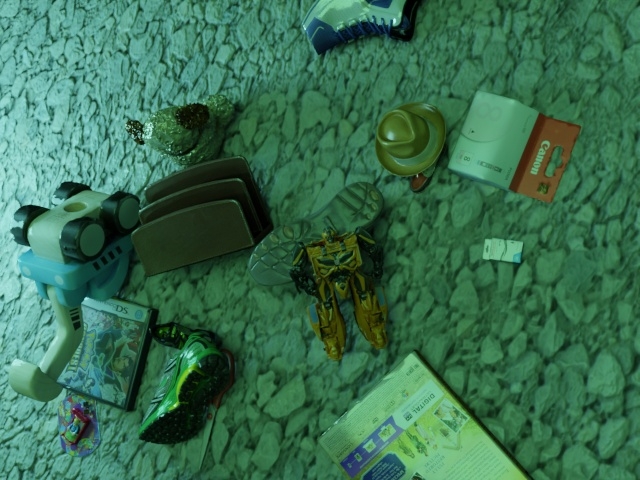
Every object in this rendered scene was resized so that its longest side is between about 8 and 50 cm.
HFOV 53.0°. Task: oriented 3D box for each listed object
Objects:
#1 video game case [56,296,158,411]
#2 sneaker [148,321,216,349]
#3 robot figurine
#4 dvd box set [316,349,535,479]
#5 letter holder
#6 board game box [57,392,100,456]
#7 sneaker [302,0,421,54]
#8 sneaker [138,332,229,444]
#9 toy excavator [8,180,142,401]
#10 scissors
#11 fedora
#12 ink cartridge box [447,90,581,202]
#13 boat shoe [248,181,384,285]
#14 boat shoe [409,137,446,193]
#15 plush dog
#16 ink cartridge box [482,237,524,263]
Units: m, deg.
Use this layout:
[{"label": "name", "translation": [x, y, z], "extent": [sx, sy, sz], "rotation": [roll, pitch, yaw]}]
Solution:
[{"label": "video game case", "translation": [-0.575, 0.287, 1.719], "extent": [0.248, 0.035, 0.274], "rotation": [13, 87, 22]}, {"label": "sneaker", "translation": [-0.349, 0.245, 1.615], "extent": [0.188, 0.078, 0.067], "rotation": [6, 71, 20]}, {"label": "robot figurine", "translation": [0.052, 0.110, 1.404], "extent": [0.211, 0.085, 0.290], "rotation": [-15, 109, -2]}, {"label": "dvd box set", "translation": [0.236, 0.490, 1.371], "extent": [0.307, 0.062, 0.420], "rotation": [-46, 70, 9]}, {"label": "letter holder", "translation": [-0.304, -0.067, 1.564], "extent": [0.302, 0.152, 0.214], "rotation": [-16, 104, 18]}, {"label": "board game box", "translation": [-0.660, 0.496, 1.723], "extent": [0.133, 0.033, 0.168], "rotation": [-15, 77, 18]}, {"label": "sneaker", "translation": [0.122, -0.534, 1.524], "extent": [0.316, 0.127, 0.182], "rotation": [-35, 70, 11]}, {"label": "sneaker", "translation": [-0.337, 0.371, 1.572], "extent": [0.343, 0.134, 0.146], "rotation": [-53, 37, 20]}, {"label": "toy excavator", "translation": [-0.632, 0.128, 1.643], "extent": [0.223, 0.433, 0.444], "rotation": [11, 123, 22]}, {"label": "scissors", "translation": [-0.261, 0.418, 1.590], "extent": [0.109, 0.021, 0.296], "rotation": [-4, 80, 20]}, {"label": "fedora", "translation": [0.189, -0.240, 1.458], "extent": [0.194, 0.079, 0.194], "rotation": [-13, 68, 36]}, {"label": "ink cartridge box", "translation": [0.420, -0.207, 1.405], "extent": [0.232, 0.066, 0.189], "rotation": [21, 90, 26]}, {"label": "boat shoe", "translation": [0.000, 0.000, 1.495], "extent": [0.356, 0.130, 0.132], "rotation": [-30, 76, 8]}, {"label": "boat shoe", "translation": [0.243, -0.172, 1.472], "extent": [0.049, 0.043, 0.137], "rotation": [32, 96, 20]}, {"label": "plush dog", "translation": [-0.353, -0.260, 1.611], "extent": [0.263, 0.225, 0.210], "rotation": [-16, 77, 18]}, {"label": "ink cartridge box", "translation": [0.395, 0.022, 1.395], "extent": [0.083, 0.028, 0.048], "rotation": [7, 85, 22]}]
